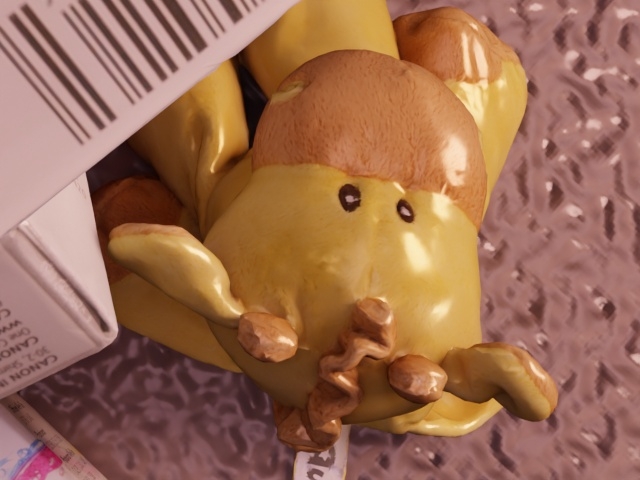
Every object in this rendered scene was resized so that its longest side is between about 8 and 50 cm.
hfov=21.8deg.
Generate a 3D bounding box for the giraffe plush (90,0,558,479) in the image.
[{"bbox_3d":[0.000,0.000,0.549,0.181,0.170,0.210,-10,89,-3],"label":"giraffe plush"}]

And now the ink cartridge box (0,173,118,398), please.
[{"bbox_3d":[-0.212,-0.011,0.535,0.275,0.060,0.239,-26,46,9],"label":"ink cartridge box"}]

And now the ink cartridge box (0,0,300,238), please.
[{"bbox_3d":[-0.180,-0.118,0.509,0.308,0.385,0.091,-40,133,-3],"label":"ink cartridge box"}]

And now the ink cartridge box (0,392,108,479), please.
[{"bbox_3d":[-0.140,0.117,0.585,0.231,0.078,0.134,45,85,-1],"label":"ink cartridge box"}]
